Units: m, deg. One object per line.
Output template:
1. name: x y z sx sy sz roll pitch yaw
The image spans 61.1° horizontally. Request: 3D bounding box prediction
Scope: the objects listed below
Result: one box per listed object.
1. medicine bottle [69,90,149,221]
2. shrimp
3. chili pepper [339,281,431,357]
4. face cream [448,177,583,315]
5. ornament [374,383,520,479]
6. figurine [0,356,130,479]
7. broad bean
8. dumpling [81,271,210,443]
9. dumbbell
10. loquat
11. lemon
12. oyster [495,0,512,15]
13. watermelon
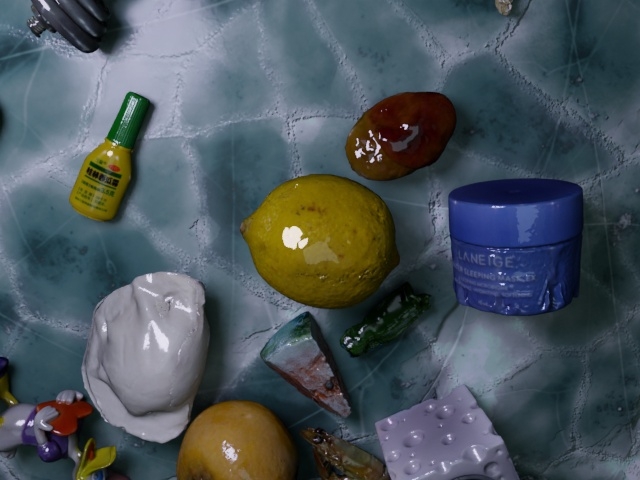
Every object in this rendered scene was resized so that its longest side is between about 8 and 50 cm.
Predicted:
1. medicine bottle: -0.407 -0.166 1.068 0.095 0.064 0.261 25 99 -9
2. shrimp: 0.049 0.528 1.271 0.267 0.061 0.145 42 107 -14
3. chili pepper: 0.143 0.175 1.191 0.224 0.061 0.098 -39 117 2
4. face cream: 0.383 0.008 1.070 0.249 0.249 0.225 -9 105 -2
5. ornament: 0.287 0.511 1.189 0.239 0.240 0.239 -24 105 2
6. figurine: -0.578 0.426 1.153 0.421 0.154 0.193 36 103 -10
7. broad bean: 0.159 -0.207 1.070 0.228 0.122 0.156 -25 106 -1
8. dumpling: -0.362 0.229 1.114 0.260 0.181 0.341 11 125 3
9. dumbbell: -0.341 -0.486 0.939 0.406 0.179 0.179 -35 103 4
10. loquat: -0.177 0.472 1.142 0.263 0.263 0.263 -1 103 -4
11. lemon: 0.000 0.000 1.039 0.310 0.258 0.258 9 103 -11
12. oyster: 0.357 -0.547 1.048 0.106 0.061 0.200 24 98 9
13. watermelon: -0.017 0.298 1.204 0.154 0.094 0.241 -36 106 12
